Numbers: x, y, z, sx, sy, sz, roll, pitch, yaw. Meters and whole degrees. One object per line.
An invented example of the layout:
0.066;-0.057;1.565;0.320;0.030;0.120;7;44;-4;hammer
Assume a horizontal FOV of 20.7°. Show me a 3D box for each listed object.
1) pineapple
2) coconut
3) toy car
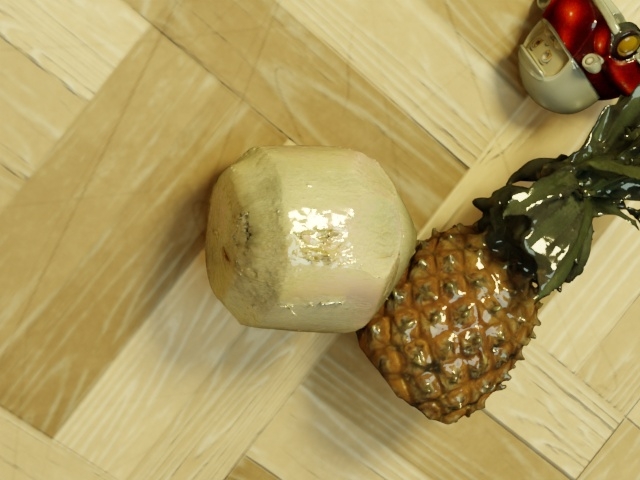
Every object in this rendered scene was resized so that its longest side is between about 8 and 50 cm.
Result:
0.189;-0.003;1.531;0.364;0.165;0.165;-45;121;12;pineapple
0.000;0.000;1.469;0.183;0.171;0.171;2;107;-19;coconut
0.234;-0.162;1.566;0.112;0.112;0.139;-38;137;10;toy car
